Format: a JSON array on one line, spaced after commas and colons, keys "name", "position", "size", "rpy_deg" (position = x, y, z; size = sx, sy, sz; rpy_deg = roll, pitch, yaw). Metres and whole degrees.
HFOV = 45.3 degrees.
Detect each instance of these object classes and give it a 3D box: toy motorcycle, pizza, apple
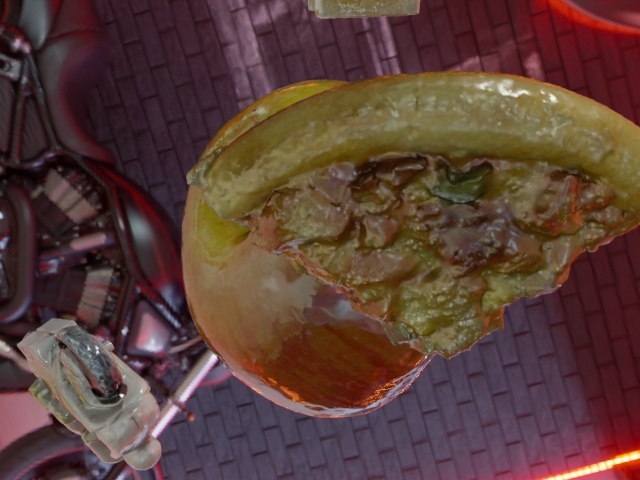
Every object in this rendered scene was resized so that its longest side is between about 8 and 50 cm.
[{"name": "toy motorcycle", "position": [-0.290, 0.198, 0.984], "size": [0.222, 0.108, 0.341], "rpy_deg": [57, -29, -14]}, {"name": "pizza", "position": [0.068, -0.002, 0.447], "size": [0.058, 0.292, 0.197], "rpy_deg": [-90, -176, -57]}, {"name": "apple", "position": [0.000, 0.000, 0.707], "size": [0.301, 0.302, 0.301], "rpy_deg": [-16, 90, -85]}]

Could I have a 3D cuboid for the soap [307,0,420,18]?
[{"name": "soap", "position": [0.056, -0.397, 0.941], "size": [0.073, 0.140, 0.232], "rpy_deg": [-114, -159, -59]}]
